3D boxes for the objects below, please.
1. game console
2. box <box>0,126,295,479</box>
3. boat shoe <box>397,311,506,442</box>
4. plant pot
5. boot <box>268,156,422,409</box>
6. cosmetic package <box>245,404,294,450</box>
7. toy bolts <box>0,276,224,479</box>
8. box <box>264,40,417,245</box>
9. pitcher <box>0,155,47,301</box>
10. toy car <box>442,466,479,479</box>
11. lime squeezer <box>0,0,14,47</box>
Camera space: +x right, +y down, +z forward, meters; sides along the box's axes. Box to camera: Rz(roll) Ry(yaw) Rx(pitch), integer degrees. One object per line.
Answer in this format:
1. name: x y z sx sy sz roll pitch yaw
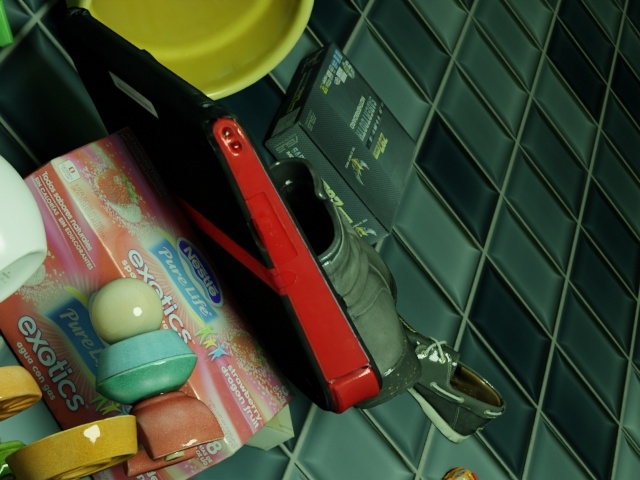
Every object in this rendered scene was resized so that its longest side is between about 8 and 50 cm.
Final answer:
1. game console: -0.094 -0.033 1.628 0.386 0.060 0.342 36 -26 55
2. box: -0.176 0.069 1.596 0.300 0.142 0.154 59 26 -2
3. boat shoe: 0.126 0.138 2.087 0.233 0.079 0.084 46 33 -21
4. plant pot: -0.160 -0.312 1.901 0.254 0.254 0.239 32 23 -41
5. boot: 0.000 0.000 1.820 0.222 0.118 0.338 64 -6 -30
6. cosmetic package: -0.068 0.149 1.801 0.060 0.041 0.115 25 44 -47
7. toy bolts: -0.192 0.109 1.405 0.229 0.218 0.158 -13 77 -33
8. box: 0.030 -0.118 2.191 0.183 0.059 0.232 51 29 -18
9. pitcher: -0.317 -0.038 1.470 0.207 0.125 0.178 48 -3 10
10. toy car: 0.178 0.315 2.040 0.060 0.040 0.122 0 64 -58
11. lime squeezer: -0.343 -0.334 1.820 0.110 0.059 0.310 75 9 -47
